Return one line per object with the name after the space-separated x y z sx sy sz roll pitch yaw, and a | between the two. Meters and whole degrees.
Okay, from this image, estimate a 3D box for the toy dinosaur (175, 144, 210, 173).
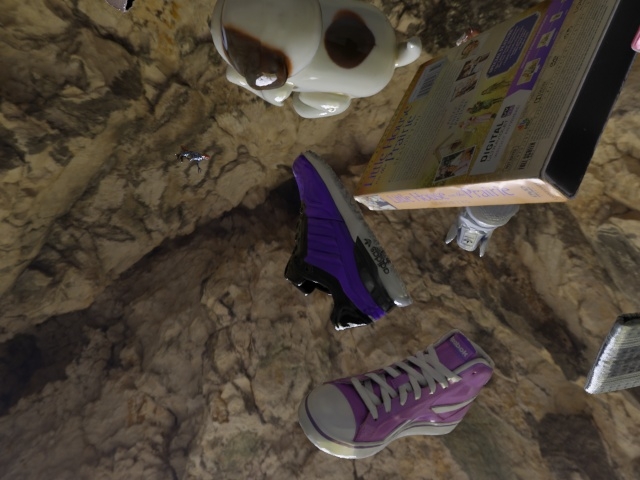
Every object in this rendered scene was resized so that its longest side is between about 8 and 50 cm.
-0.304 -0.208 1.116 0.082 0.047 0.090 -11 -111 8 | toy dinosaur

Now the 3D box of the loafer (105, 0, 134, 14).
-0.258 -0.477 0.731 0.130 0.365 0.134 44 -123 -37 | loafer

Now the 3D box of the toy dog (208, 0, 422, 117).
-0.037 -0.389 0.939 0.395 0.407 0.285 25 -70 30 | toy dog

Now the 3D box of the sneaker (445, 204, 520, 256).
0.450 -0.048 1.315 0.137 0.366 0.211 21 -67 11 | sneaker

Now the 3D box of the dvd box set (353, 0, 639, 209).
0.231 -0.191 0.698 0.062 0.420 0.308 32 -101 -22 | dvd box set

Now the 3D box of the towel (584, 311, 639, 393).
0.727 0.204 0.948 0.323 0.056 0.312 -12 -44 6 | towel

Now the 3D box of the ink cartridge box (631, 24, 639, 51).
0.300 -0.265 0.242 0.117 0.207 0.283 23 -104 23 | ink cartridge box

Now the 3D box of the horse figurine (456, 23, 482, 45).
0.447 -0.437 1.265 0.263 0.066 0.174 41 -44 -3 | horse figurine

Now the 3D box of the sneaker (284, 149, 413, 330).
0.000 0.000 0.681 0.146 0.102 0.294 -34 -118 8 | sneaker

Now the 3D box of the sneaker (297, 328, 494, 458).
0.110 0.175 0.595 0.281 0.102 0.161 4 -55 -38 | sneaker
